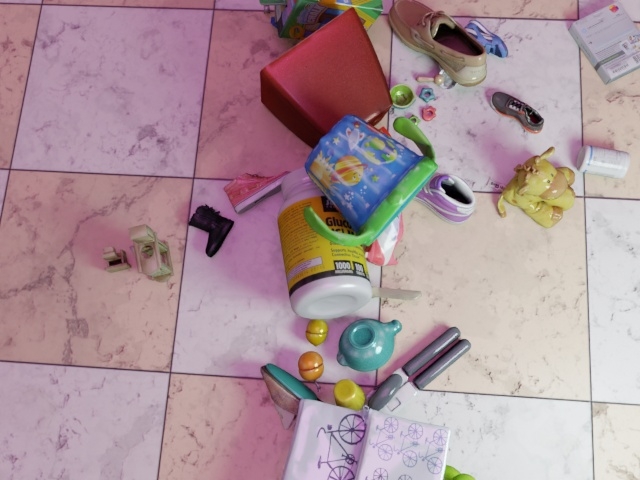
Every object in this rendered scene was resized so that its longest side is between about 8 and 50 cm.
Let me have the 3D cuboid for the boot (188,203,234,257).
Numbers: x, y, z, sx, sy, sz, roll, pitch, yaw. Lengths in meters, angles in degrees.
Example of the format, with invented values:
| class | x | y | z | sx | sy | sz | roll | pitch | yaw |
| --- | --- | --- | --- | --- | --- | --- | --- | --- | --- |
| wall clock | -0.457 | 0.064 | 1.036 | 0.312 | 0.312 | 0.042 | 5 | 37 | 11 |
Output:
| class | x | y | z | sx | sy | sz | roll | pitch | yaw |
| --- | --- | --- | --- | --- | --- | --- | --- | --- | --- |
| boot | -0.287 | -0.027 | 1.531 | 0.099 | 0.045 | 0.121 | 27 | 72 | 6 |

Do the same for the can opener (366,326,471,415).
| class | x | y | z | sx | sy | sz | roll | pitch | yaw |
| --- | --- | --- | --- | --- | --- | --- | --- | --- | --- |
| can opener | 0.228 | 0.307 | 1.399 | 0.283 | 0.095 | 0.076 | -38 | 79 | -6 |

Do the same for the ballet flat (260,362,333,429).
| class | x | y | z | sx | sy | sz | roll | pitch | yaw |
| --- | --- | --- | --- | --- | --- | --- | --- | --- | --- |
| ballet flat | -0.024 | 0.405 | 1.389 | 0.316 | 0.107 | 0.106 | 31 | 93 | 10 |

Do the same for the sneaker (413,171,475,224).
| class | x | y | z | sx | sy | sz | roll | pitch | yaw |
| --- | --- | --- | --- | --- | --- | --- | --- | --- | --- |
| sneaker | 0.253 | -0.151 | 1.474 | 0.282 | 0.161 | 0.102 | 29 | 81 | 10 |

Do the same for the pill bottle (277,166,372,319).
| class | x | y | z | sx | sy | sz | roll | pitch | yaw |
| --- | --- | --- | --- | --- | --- | --- | --- | --- | --- |
| pill bottle | 0.000 | 0.000 | 1.422 | 0.188 | 0.188 | 0.333 | -11 | 63 | 0 |

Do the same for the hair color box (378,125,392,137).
| class | x | y | z | sx | sy | sz | roll | pitch | yaw |
| --- | --- | --- | --- | --- | --- | --- | --- | --- | --- |
| hair color box | 0.113 | -0.226 | 1.543 | 0.141 | 0.072 | 0.043 | -34 | 78 | -5 |

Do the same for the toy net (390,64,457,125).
| class | x | y | z | sx | sy | sz | roll | pitch | yaw |
| --- | --- | --- | --- | --- | --- | --- | --- | --- | --- |
| toy net | 0.294 | -0.395 | 1.587 | 0.232 | 0.045 | 0.122 | -35 | 77 | -6 |

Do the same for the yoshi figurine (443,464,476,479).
| class | x | y | z | sx | sy | sz | roll | pitch | yaw |
| --- | --- | --- | --- | --- | --- | --- | --- | --- | --- |
| yoshi figurine | 0.196 | 0.614 | 1.318 | 0.362 | 0.203 | 0.203 | -36 | 37 | 9 |

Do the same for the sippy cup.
| class | x | y | z | sx | sy | sz | roll | pitch | yaw |
| --- | --- | --- | --- | --- | --- | --- | --- | --- | --- |
| sippy cup | 0.096 | -0.144 | 1.314 | 0.224 | 0.305 | 0.240 | 41 | 121 | 6 |

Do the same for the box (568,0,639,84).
| class | x | y | z | sx | sy | sz | roll | pitch | yaw |
| --- | --- | --- | --- | --- | --- | --- | --- | --- | --- |
| box | 0.769 | -0.522 | 1.596 | 0.145 | 0.038 | 0.186 | -27 | 78 | -4 |

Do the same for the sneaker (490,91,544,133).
| class | x | y | z | sx | sy | sz | roll | pitch | yaw |
| --- | --- | --- | --- | --- | --- | --- | --- | --- | --- |
| sneaker | 0.510 | -0.340 | 1.552 | 0.158 | 0.065 | 0.061 | 36 | 81 | 10 |

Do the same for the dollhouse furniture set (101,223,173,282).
| class | x | y | z | sx | sy | sz | roll | pitch | yaw |
| --- | --- | --- | --- | --- | --- | --- | --- | --- | --- |
| dollhouse furniture set | -0.460 | 0.049 | 1.451 | 0.161 | 0.182 | 0.101 | -14 | 77 | -1 |

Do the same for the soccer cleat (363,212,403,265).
| class | x | y | z | sx | sy | sz | roll | pitch | yaw |
| --- | --- | --- | --- | --- | --- | --- | --- | --- | --- |
| soccer cleat | 0.169 | -0.058 | 1.476 | 0.095 | 0.083 | 0.248 | 11 | 98 | -12 |

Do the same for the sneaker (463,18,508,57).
| class | x | y | z | sx | sy | sz | roll | pitch | yaw |
| --- | --- | --- | --- | --- | --- | --- | --- | --- | --- |
| sneaker | 0.434 | -0.523 | 1.608 | 0.059 | 0.053 | 0.144 | -43 | 70 | -8 |

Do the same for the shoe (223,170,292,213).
| class | x | y | z | sx | sy | sz | roll | pitch | yaw |
| --- | --- | --- | --- | --- | --- | --- | --- | --- | --- |
| shoe | -0.157 | -0.146 | 1.542 | 0.178 | 0.063 | 0.081 | -32 | 82 | 0 |

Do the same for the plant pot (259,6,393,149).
| class | x | y | z | sx | sy | sz | roll | pitch | yaw |
| --- | --- | --- | --- | --- | --- | --- | --- | --- | --- |
| plant pot | 0.027 | -0.358 | 1.498 | 0.267 | 0.267 | 0.235 | -36 | 91 | -6 |

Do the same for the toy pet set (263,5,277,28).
| class | x | y | z | sx | sy | sz | roll | pitch | yaw |
| --- | --- | --- | --- | --- | --- | --- | --- | --- | --- |
| toy pet set | -0.096 | -0.625 | 1.667 | 0.122 | 0.065 | 0.114 | -3 | 42 | -1 |

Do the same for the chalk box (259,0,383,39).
| class | x | y | z | sx | sy | sz | roll | pitch | yaw |
| --- | --- | --- | --- | --- | --- | --- | --- | --- | --- |
| chalk box | -0.014 | -0.629 | 1.540 | 0.289 | 0.179 | 0.180 | -1 | 76 | -22 |

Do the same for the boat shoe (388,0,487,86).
| class | x | y | z | sx | sy | sz | roll | pitch | yaw |
| --- | --- | --- | --- | --- | --- | --- | --- | --- | --- |
| boat shoe | 0.306 | -0.542 | 1.566 | 0.122 | 0.110 | 0.341 | -38 | 65 | -11 |

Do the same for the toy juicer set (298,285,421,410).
| class | x | y | z | sx | sy | sz | roll | pitch | yaw |
| --- | --- | --- | --- | --- | --- | --- | --- | --- | --- |
| toy juicer set | 0.077 | 0.227 | 1.443 | 0.209 | 0.089 | 0.329 | 24 | 67 | 29 |

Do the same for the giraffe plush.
| class | x | y | z | sx | sy | sz | roll | pitch | yaw |
| --- | --- | --- | --- | --- | --- | --- | --- | --- | --- |
| giraffe plush | 0.522 | -0.140 | 1.450 | 0.210 | 0.170 | 0.181 | 6 | 77 | 4 |

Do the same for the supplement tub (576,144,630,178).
| class | x | y | z | sx | sy | sz | roll | pitch | yaw |
| --- | --- | --- | --- | --- | --- | --- | --- | --- | --- |
| supplement tub | 0.701 | -0.195 | 1.506 | 0.107 | 0.071 | 0.071 | 12 | 78 | 5 |

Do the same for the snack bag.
| class | x | y | z | sx | sy | sz | roll | pitch | yaw |
| --- | --- | --- | --- | --- | --- | --- | --- | --- | --- |
| snack bag | 0.071 | 0.502 | 1.238 | 0.343 | 0.037 | 0.323 | 10 | 72 | 19 |
